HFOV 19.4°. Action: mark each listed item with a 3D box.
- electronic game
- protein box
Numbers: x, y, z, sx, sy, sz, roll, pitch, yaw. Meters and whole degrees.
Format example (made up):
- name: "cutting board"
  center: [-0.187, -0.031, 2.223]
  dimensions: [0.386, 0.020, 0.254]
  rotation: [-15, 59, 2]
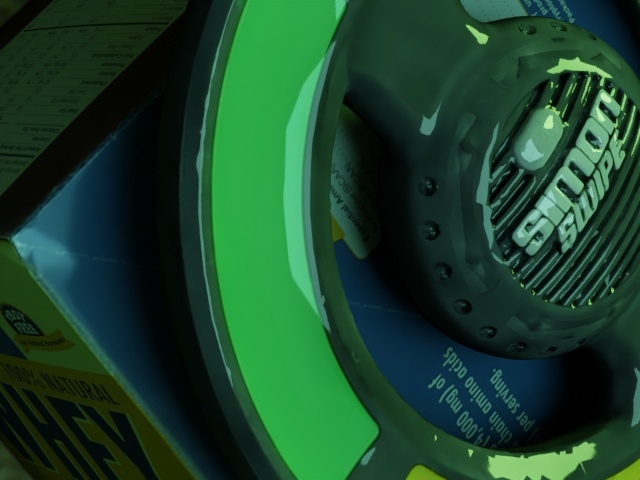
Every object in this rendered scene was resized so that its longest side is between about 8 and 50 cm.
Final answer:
- name: "electronic game"
  center: [0.056, -0.014, 0.496]
  dimensions: [0.229, 0.048, 0.229]
  rotation: [-3, 95, -36]
- name: "protein box"
  center: [0.000, 0.000, 0.571]
  dimensions: [0.201, 0.136, 0.200]
  rotation: [-48, 118, -23]
